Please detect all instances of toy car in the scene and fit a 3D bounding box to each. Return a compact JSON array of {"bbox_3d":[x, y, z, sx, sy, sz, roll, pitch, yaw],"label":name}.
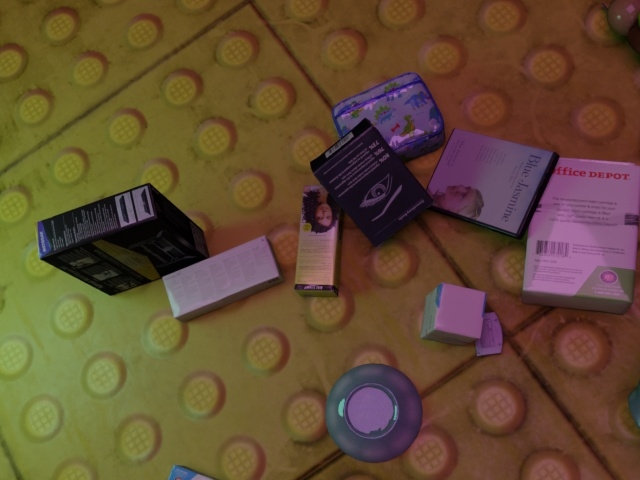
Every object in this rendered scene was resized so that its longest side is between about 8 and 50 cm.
[{"bbox_3d":[0.651,-0.471,1.697,0.149,0.155,0.188,-44,57,-3],"label":"toy car"}]

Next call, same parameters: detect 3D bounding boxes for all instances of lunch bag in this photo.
[{"bbox_3d":[0.142,-0.250,1.764,0.219,0.090,0.176,-21,67,4],"label":"lunch bag"}]

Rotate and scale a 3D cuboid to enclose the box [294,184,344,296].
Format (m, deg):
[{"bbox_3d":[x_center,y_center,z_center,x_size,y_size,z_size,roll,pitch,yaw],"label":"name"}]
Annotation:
[{"bbox_3d":[0.000,0.000,1.732,0.088,0.058,0.232,0,74,12],"label":"box"}]

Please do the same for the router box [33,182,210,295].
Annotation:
[{"bbox_3d":[-0.391,0.007,1.681,0.243,0.309,0.080,-19,70,5],"label":"router box"}]

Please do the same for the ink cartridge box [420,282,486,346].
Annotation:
[{"bbox_3d":[0.252,0.146,1.595,0.090,0.143,0.092,12,75,-3],"label":"ink cartridge box"}]

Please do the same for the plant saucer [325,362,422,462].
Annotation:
[{"bbox_3d":[0.101,0.334,1.618,0.195,0.037,0.194,-4,73,12],"label":"plant saucer"}]

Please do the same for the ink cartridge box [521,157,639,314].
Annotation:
[{"bbox_3d":[0.502,-0.010,1.595,0.199,0.115,0.272,6,74,14],"label":"ink cartridge box"}]

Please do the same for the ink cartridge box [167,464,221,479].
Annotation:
[{"bbox_3d":[-0.266,0.544,1.619,0.104,0.060,0.180,17,77,16],"label":"ink cartridge box"}]

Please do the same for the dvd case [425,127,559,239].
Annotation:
[{"bbox_3d":[0.330,-0.118,1.647,0.253,0.022,0.180,23,87,44],"label":"dvd case"}]

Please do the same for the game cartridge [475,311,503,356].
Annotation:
[{"bbox_3d":[0.329,0.184,1.626,0.056,0.017,0.083,-9,71,13],"label":"game cartridge"}]

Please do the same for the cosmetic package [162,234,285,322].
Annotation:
[{"bbox_3d":[-0.204,0.082,1.749,0.239,0.060,0.098,-22,72,5],"label":"cosmetic package"}]

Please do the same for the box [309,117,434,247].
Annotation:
[{"bbox_3d":[0.102,-0.116,1.659,0.153,0.108,0.207,-38,106,8],"label":"box"}]

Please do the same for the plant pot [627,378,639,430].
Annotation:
[{"bbox_3d":[0.657,0.284,1.406,0.196,0.293,0.293,-43,67,27],"label":"plant pot"}]
